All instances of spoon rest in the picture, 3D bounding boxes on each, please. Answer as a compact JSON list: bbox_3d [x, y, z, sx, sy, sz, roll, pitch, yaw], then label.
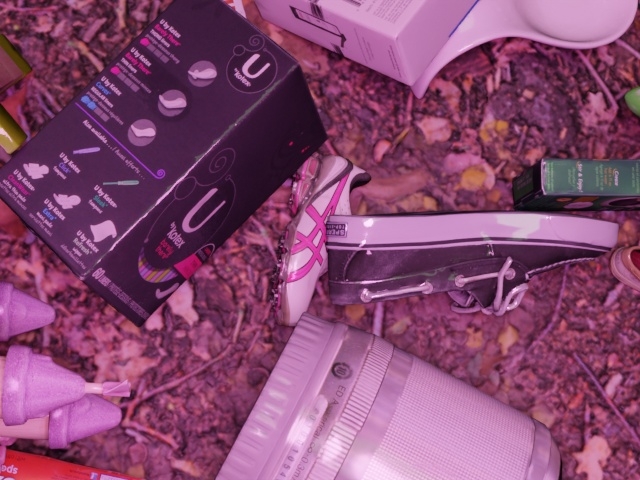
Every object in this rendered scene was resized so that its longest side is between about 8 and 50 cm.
[{"bbox_3d":[0.217,-0.240,1.185,0.276,0.084,0.137,-27,82,-11],"label":"spoon rest"}]

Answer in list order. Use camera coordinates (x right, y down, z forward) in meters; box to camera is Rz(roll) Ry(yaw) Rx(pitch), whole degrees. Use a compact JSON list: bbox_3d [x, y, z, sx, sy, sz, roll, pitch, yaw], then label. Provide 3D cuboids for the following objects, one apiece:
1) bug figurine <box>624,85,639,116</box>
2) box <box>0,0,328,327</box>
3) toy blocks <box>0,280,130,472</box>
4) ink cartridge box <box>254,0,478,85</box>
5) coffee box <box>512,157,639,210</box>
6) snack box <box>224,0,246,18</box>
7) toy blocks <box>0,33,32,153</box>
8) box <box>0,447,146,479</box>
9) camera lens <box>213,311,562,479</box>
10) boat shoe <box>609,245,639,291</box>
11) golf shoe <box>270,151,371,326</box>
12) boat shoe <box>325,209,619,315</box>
[{"bbox_3d":[0.438,-0.174,1.196,0.216,0.072,0.279,19,69,-8],"label":"bug figurine"},{"bbox_3d":[-0.143,-0.077,1.040,0.143,0.165,0.270,41,83,20],"label":"box"},{"bbox_3d":[-0.275,0.142,0.819,0.260,0.288,0.309,5,71,-9],"label":"toy blocks"},{"bbox_3d":[0.045,-0.269,1.134,0.203,0.086,0.148,30,74,29],"label":"ink cartridge box"},{"bbox_3d":[0.300,-0.056,1.137,0.184,0.113,0.040,0,83,-5],"label":"coffee box"},{"bbox_3d":[-0.103,-0.205,1.172,0.064,0.022,0.178,-14,79,-9],"label":"snack box"},{"bbox_3d":[-0.418,-0.088,0.973,0.261,0.381,0.191,-37,105,7],"label":"toy blocks"},{"bbox_3d":[-0.290,0.252,0.995,0.257,0.122,0.128,12,75,-3],"label":"box"},{"bbox_3d":[0.060,0.213,0.993,0.274,0.219,0.219,28,76,0],"label":"camera lens"},{"bbox_3d":[0.369,0.045,1.156,0.135,0.045,0.050,23,76,-1],"label":"boat shoe"},{"bbox_3d":[0.000,0.000,1.114,0.086,0.067,0.186,14,76,-4],"label":"golf shoe"},{"bbox_3d":[0.154,0.023,1.100,0.306,0.113,0.105,-2,94,-22],"label":"boat shoe"}]
